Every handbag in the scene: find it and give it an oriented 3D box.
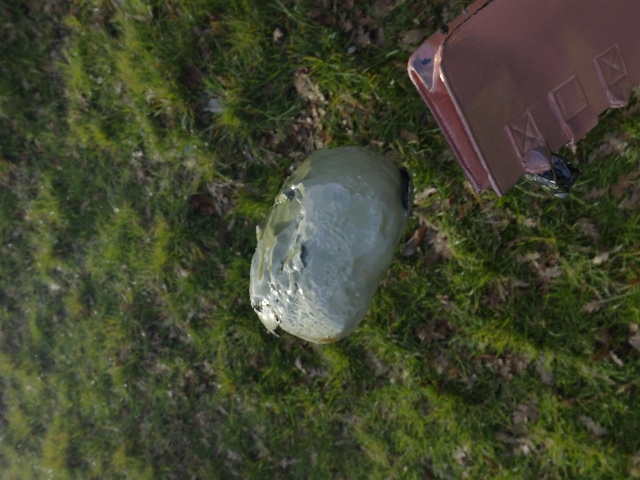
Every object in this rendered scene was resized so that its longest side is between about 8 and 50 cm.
[{"bbox_3d":[0.422,-0.140,0.927,0.115,0.139,0.072,38,109,33],"label":"handbag"},{"bbox_3d":[0.196,-0.156,0.437,0.157,0.212,0.059,55,170,-19],"label":"handbag"}]

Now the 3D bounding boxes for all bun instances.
[{"bbox_3d":[0.000,0.000,0.545,0.141,0.239,0.239,25,139,-3],"label":"bun"}]
